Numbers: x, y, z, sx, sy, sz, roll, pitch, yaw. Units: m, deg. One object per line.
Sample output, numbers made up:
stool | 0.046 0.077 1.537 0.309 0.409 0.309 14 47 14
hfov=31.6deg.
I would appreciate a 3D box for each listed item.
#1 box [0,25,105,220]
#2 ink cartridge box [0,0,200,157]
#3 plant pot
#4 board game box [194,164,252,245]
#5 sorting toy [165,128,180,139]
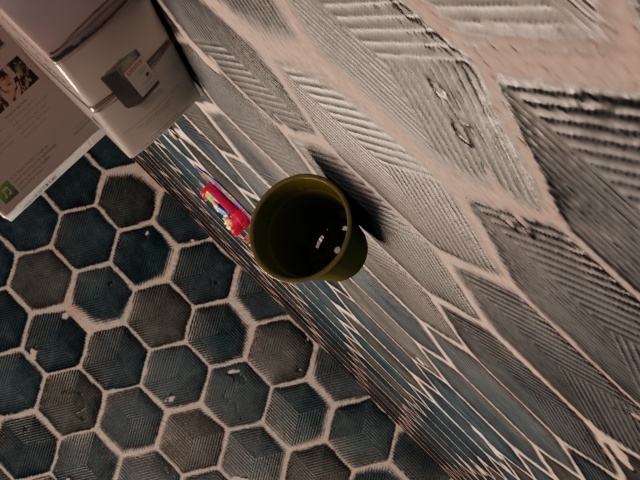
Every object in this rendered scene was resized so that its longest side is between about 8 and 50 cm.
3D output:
box | -0.404 -0.217 1.366 0.322 0.232 0.058 46 171 -3
ink cartridge box | -0.198 -0.177 0.915 0.158 0.092 0.218 44 172 14
plant pot | 0.000 0.000 0.867 0.083 0.083 0.079 42 -175 27
board game box | -0.140 -0.044 1.669 0.133 0.033 0.168 49 172 -33
sorting toy | -0.227 -0.167 1.531 0.062 0.012 0.083 50 172 -38
